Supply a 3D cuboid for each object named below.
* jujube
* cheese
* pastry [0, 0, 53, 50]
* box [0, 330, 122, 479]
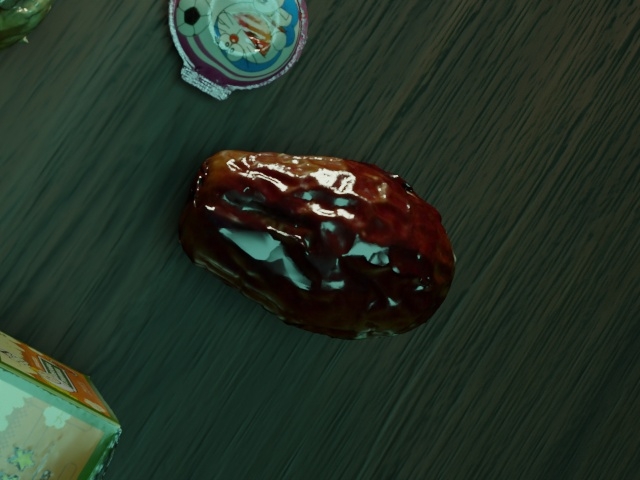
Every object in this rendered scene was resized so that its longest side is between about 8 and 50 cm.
[{"bbox_3d":[0.000,0.000,1.050,0.290,0.197,0.197,19,89,-13],"label":"jujube"},{"bbox_3d":[-0.069,-0.264,1.060,0.155,0.062,0.244,30,84,-20],"label":"cheese"},{"bbox_3d":[-0.368,-0.263,0.896,0.256,0.170,0.236,-12,80,-15],"label":"pastry"},{"bbox_3d":[-0.302,0.198,0.948,0.148,0.195,0.177,34,83,-21],"label":"box"}]
